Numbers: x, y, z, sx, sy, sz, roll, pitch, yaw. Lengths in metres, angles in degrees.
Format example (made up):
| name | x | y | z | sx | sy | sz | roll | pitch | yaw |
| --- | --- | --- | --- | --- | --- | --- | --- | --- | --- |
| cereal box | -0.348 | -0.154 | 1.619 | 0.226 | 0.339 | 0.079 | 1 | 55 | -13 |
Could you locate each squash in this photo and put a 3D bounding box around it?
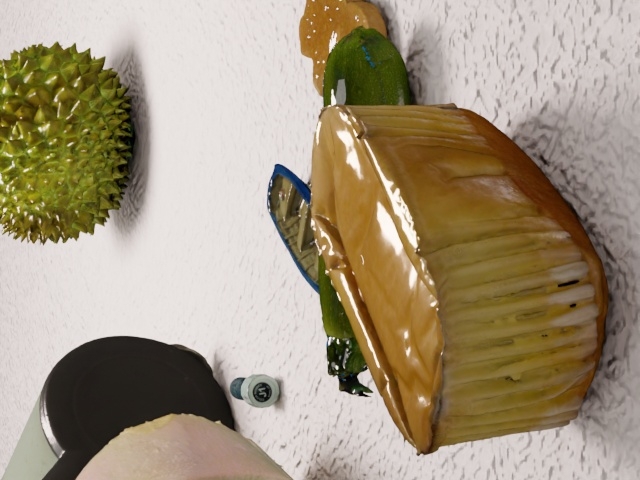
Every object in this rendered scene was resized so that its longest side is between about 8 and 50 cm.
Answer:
| name | x | y | z | sx | sy | sz | roll | pitch | yaw |
| --- | --- | --- | --- | --- | --- | --- | --- | --- | --- |
| squash | 0.038 | -0.022 | 1.640 | 0.087 | 0.087 | 0.331 | -164 | 76 | -67 |

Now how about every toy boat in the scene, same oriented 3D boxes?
| name | x | y | z | sx | sy | sz | roll | pitch | yaw |
| --- | --- | --- | --- | --- | --- | --- | --- | --- | --- |
| toy boat | 0.000 | 0.000 | 1.784 | 0.229 | 0.046 | 0.080 | -126 | 42 | -54 |

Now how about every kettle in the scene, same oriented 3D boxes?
| name | x | y | z | sx | sy | sz | roll | pitch | yaw |
| --- | --- | --- | --- | --- | --- | --- | --- | --- | --- |
| kettle | -0.284 | 0.331 | 2.130 | 0.250 | 0.361 | 0.376 | 37 | 134 | 11 |

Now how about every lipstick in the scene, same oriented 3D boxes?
| name | x | y | z | sx | sy | sz | roll | pitch | yaw |
| --- | --- | --- | --- | --- | --- | --- | --- | --- | --- |
| lipstick | -0.077 | 0.158 | 1.996 | 0.116 | 0.037 | 0.037 | 176 | 93 | -72 |

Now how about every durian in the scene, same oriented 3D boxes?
| name | x | y | z | sx | sy | sz | roll | pitch | yaw |
| --- | --- | --- | --- | --- | --- | --- | --- | --- | --- |
| durian | -0.348 | -0.130 | 2.427 | 0.291 | 0.224 | 0.291 | -3 | -90 | -76 |

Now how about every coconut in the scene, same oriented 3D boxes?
| name | x | y | z | sx | sy | sz | roll | pitch | yaw |
| --- | --- | --- | --- | --- | --- | --- | --- | --- | --- |
| coconut | -0.111 | 0.331 | 1.743 | 0.309 | 0.297 | 0.297 | -146 | 58 | -69 |

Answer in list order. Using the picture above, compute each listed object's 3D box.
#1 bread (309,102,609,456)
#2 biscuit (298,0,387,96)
| name | x | y | z | sx | sy | sz | roll | pitch | yaw |
| --- | --- | --- | --- | --- | --- | --- | --- | --- | --- |
| bread | 0.105 | 0.014 | 1.397 | 0.288 | 0.156 | 0.204 | -121 | 29 | -47 |
| biscuit | 0.024 | -0.191 | 1.744 | 0.184 | 0.027 | 0.133 | -139 | 53 | -60 |
